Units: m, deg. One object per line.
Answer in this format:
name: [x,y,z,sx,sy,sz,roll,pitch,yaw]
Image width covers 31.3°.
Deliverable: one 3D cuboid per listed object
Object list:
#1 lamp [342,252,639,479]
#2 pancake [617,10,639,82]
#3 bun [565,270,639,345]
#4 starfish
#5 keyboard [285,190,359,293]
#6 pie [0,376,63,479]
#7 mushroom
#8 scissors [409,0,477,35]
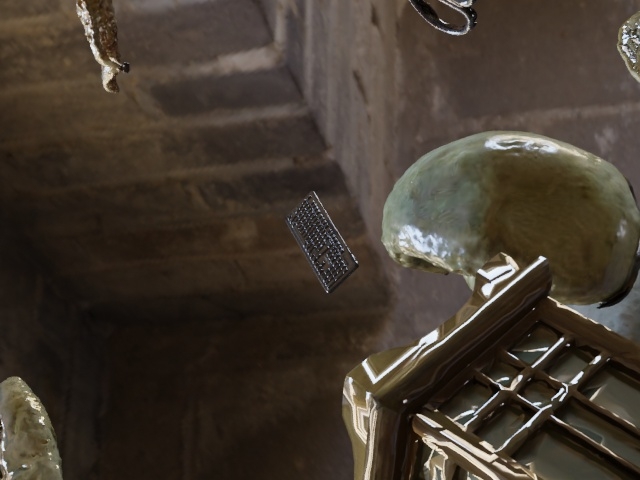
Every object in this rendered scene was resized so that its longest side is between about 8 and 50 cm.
lamp: [0.152,0.122,0.287,0.325,0.090,0.089,31,47,30]
pancake: [0.302,-0.160,0.870,0.158,0.028,0.158,-21,34,15]
bun: [0.350,0.185,1.534,0.194,0.354,0.355,9,64,7]
starfish: [-0.176,-0.230,0.824,0.048,0.295,0.231,-9,75,-2]
keyboard: [0.000,0.000,1.358,0.053,0.010,0.155,-44,41,11]
pie: [-0.296,0.301,1.158,0.075,0.337,0.338,-5,56,-17]
mushroom: [0.182,-0.029,1.163,0.267,0.164,0.190,28,94,46]
scissors: [0.069,-0.340,1.361,0.300,0.109,0.022,37,63,27]
